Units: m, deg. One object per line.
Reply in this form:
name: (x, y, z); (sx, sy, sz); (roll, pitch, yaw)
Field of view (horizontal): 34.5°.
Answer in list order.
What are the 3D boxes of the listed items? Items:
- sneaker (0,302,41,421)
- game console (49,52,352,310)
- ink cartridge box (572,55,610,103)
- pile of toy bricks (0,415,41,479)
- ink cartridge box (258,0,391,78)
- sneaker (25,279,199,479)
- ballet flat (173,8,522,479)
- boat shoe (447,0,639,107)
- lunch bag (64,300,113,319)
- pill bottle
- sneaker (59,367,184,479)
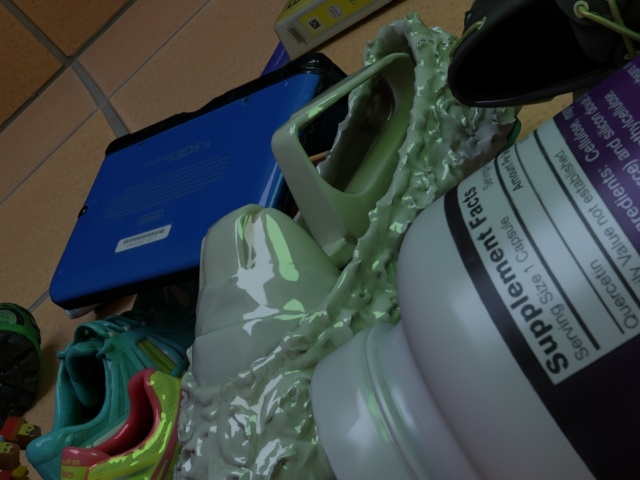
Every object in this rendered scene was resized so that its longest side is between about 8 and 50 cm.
sneaker: (-0.444, 0.195, 1.145); (0.343, 0.134, 0.146); (-31, 19, 6)
game console: (-0.055, -0.036, 0.879); (0.293, 0.173, 0.250); (-15, 49, 45)
ink cartridge box: (0.237, -0.125, 0.613); (0.158, 0.092, 0.218); (-28, 30, 32)
pile of toy bricks: (-0.231, 0.225, 0.785); (0.212, 0.105, 0.118); (-88, 6, -65)
ink cartridge box: (0.050, -0.368, 1.326); (0.307, 0.072, 0.303); (-21, 33, 38)
sneaker: (-0.152, 0.099, 0.835); (0.107, 0.110, 0.275); (-30, 27, 28)
ballet flat: (0.000, 0.000, 0.640); (0.147, 0.147, 0.409); (-17, 31, 45)
boat shoe: (0.151, -0.120, 0.539); (0.228, 0.081, 0.068); (-13, 42, 61)
lunch bag: (-0.243, 0.045, 1.131); (0.071, 0.053, 0.083); (-39, -1, 13)
pill bottle: (0.159, 0.013, 0.401); (0.323, 0.181, 0.181); (-37, 25, 17)
sneaker: (-0.133, 0.168, 0.626); (0.081, 0.094, 0.208); (-9, 43, 51)
